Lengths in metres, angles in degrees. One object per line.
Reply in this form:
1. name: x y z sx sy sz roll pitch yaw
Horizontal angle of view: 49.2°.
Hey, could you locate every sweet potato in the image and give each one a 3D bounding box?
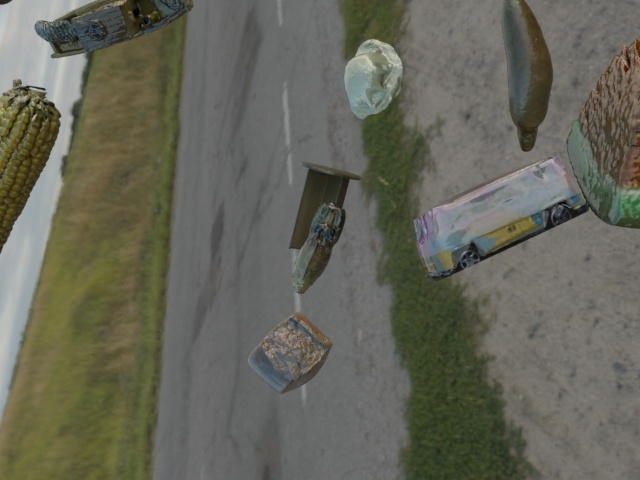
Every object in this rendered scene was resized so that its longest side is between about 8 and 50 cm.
1. sweet potato: 0.379 -0.282 1.270 0.108 0.079 0.346 -83 -19 -46

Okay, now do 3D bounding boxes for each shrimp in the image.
1. shrimp: 0.001 0.001 1.323 0.173 0.058 0.253 -66 0 -46

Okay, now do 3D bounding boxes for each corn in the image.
1. corn: -0.492 -0.091 1.068 0.318 0.115 0.115 -62 20 4

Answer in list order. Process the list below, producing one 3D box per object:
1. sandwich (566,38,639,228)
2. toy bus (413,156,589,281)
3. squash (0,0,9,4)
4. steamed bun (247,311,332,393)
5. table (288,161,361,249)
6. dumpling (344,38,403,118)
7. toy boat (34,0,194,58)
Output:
1. sandwich: 0.370 -0.115 0.801 0.212 0.109 0.292 86 -174 -52
2. toy bus: 0.392 -0.053 1.601 0.171 0.386 0.162 93 151 -85
3. squash: -0.981 -0.801 2.089 0.193 0.155 0.193 -6 82 54
4. steamed bun: -0.068 0.260 1.599 0.175 0.145 0.106 -45 -17 -4
5. table: -0.001 -0.078 1.843 0.167 0.167 0.227 -140 63 -69
6. dumpling: 0.173 -0.518 2.234 0.193 0.147 0.258 0 84 32
7. toy boat: -0.393 -0.419 1.334 0.121 0.321 0.089 -75 -29 -59
